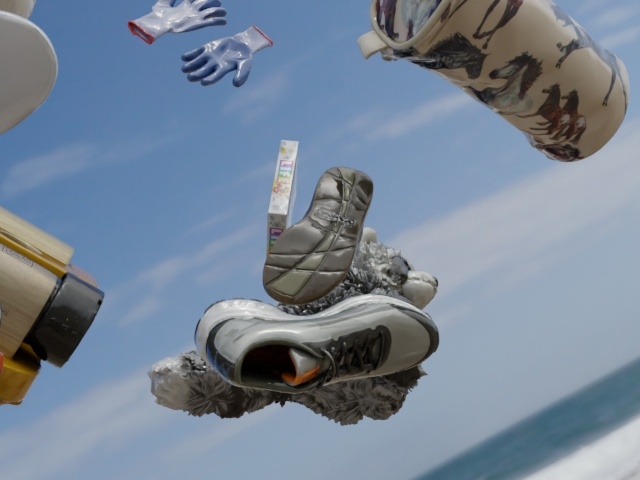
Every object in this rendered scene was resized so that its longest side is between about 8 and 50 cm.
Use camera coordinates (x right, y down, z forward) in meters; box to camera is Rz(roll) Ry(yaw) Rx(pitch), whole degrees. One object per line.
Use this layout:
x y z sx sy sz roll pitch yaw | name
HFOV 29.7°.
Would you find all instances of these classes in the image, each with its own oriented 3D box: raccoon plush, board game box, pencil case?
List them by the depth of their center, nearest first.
0.234 -0.235 1.541 0.183 0.160 0.410 -38 -43 28 | pencil case
-0.053 -0.051 1.680 0.026 0.154 0.103 6 -45 2 | board game box
-0.034 0.100 1.808 0.446 0.299 0.216 5 -63 -14 | raccoon plush

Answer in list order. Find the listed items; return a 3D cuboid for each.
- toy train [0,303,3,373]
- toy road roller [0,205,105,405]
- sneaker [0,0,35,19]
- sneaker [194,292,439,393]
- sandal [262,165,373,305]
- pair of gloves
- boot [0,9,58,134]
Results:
-0.431 0.112 1.110 0.333 0.190 0.142 -1 -7 27 | toy train
-0.388 0.095 1.336 0.241 0.202 0.329 -58 14 1 | toy road roller
-0.461 -0.373 1.696 0.129 0.111 0.297 -24 -41 -51 | sneaker
0.005 0.122 1.303 0.271 0.108 0.100 -2 -65 -20 | sneaker
0.000 0.000 1.392 0.060 0.090 0.219 105 -173 -47 | sandal
-0.166 -0.288 1.719 0.159 0.198 0.023 -35 -22 -36 | pair of gloves
-0.303 -0.096 0.830 0.258 0.095 0.123 -18 15 -3 | boot
